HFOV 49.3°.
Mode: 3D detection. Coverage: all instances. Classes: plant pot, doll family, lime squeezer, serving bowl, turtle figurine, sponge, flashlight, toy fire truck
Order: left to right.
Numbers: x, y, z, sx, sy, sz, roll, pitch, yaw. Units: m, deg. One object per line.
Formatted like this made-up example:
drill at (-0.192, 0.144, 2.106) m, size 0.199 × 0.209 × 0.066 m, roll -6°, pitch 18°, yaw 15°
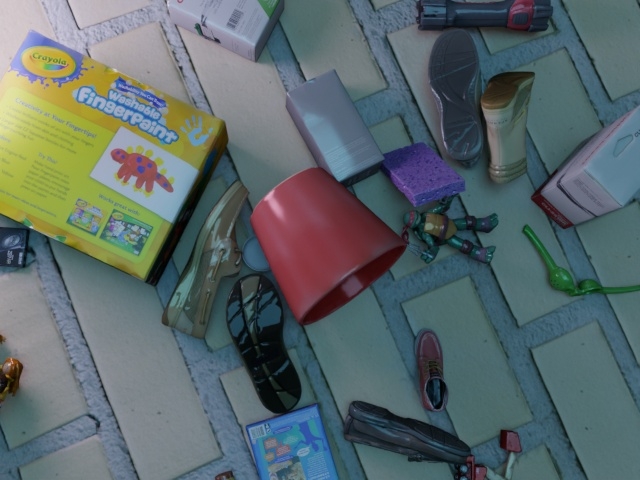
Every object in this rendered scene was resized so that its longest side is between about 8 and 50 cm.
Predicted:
doll family at (-0.701, 0.265, 1.418) m, size 0.263 × 0.118 × 0.163 m, roll 38°, pitch 86°, yaw 20°
serving bowl at (-0.132, 0.029, 1.525) m, size 0.083 × 0.027 × 0.084 m, roll 3°, pitch 77°, yaw -14°
plant pot at (0.000, 0.000, 1.441) m, size 0.274 × 0.275 × 0.243 m, roll -35°, pitch 75°, yaw -9°
sponge at (0.213, -0.148, 1.510) m, size 0.117 × 0.210 × 0.031 m, roll -19°, pitch 124°, yaw -9°
turtle figurine at (0.268, -0.031, 1.525) m, size 0.234 × 0.118 × 0.175 m, roll 14°, pitch 90°, yaw -13°
flashlight at (0.378, -0.538, 1.627) m, size 0.303 × 0.103 × 0.103 m, roll 0°, pitch 86°, yaw 0°
toy fire truck at (0.356, 0.502, 1.484) m, size 0.135 × 0.047 × 0.192 m, roll 3°, pitch 81°, yaw -4°
lime squeezer at (0.583, 0.082, 1.573) m, size 0.310 × 0.059 × 0.110 m, roll 26°, pitch 50°, yaw 1°

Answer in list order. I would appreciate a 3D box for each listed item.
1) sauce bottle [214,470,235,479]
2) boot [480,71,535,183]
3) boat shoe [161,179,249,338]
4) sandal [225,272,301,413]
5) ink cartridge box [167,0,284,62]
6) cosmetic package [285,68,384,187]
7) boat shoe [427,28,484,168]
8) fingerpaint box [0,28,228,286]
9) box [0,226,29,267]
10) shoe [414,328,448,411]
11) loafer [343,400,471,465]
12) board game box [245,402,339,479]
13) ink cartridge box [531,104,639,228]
sauce bottle at (-0.183, 0.543, 1.437) m, size 0.042 × 0.042 × 0.128 m, roll -18°, pitch 82°, yaw -7°
boot at (0.431, -0.262, 1.576) m, size 0.095 × 0.262 × 0.204 m, roll 1°, pitch 120°, yaw 26°
boat shoe at (-0.219, 0.039, 1.481) m, size 0.110 × 0.121 × 0.341 m, roll 25°, pitch 90°, yaw -5°
sandal at (-0.126, 0.219, 1.477) m, size 0.120 × 0.086 × 0.303 m, roll -15°, pitch 97°, yaw -12°
ink cartridge box at (-0.211, -0.530, 1.574) m, size 0.219 × 0.092 × 0.160 m, roll 26°, pitch 80°, yaw 0°
cosmetic package at (0.029, -0.241, 1.547) m, size 0.127 × 0.107 × 0.238 m, roll -26°, pitch 81°, yaw -9°
boat shoe at (0.318, -0.325, 1.591) m, size 0.118 × 0.103 × 0.321 m, roll -11°, pitch 76°, yaw 17°
fingerpaint box at (-0.471, -0.165, 1.463) m, size 0.444 × 0.163 × 0.371 m, roll 24°, pitch 81°, yaw -1°
box at (-0.664, 0.014, 1.492) m, size 0.067 × 0.018 × 0.083 m, roll 5°, pitch 81°, yaw -3°
shoe at (0.241, 0.277, 1.492) m, size 0.063 × 0.081 × 0.178 m, roll -1°, pitch 81°, yaw -5°
loafer at (0.178, 0.421, 1.469) m, size 0.267 × 0.096 × 0.084 m, roll 20°, pitch 98°, yaw 8°
board game box at (-0.052, 0.467, 1.457) m, size 0.160 × 0.047 × 0.210 m, roll -15°, pitch 82°, yaw -7°
ink cartridge box at (0.599, -0.149, 1.489) m, size 0.114 × 0.273 × 0.197 m, roll 44°, pitch 81°, yaw 3°
